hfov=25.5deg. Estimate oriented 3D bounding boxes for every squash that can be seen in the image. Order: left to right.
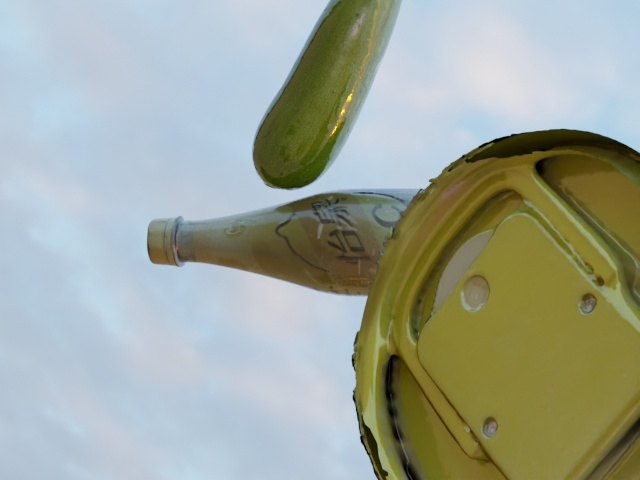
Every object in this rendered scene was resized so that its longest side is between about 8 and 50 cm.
[{"bbox_3d":[0.011,-0.127,1.072,0.066,0.201,0.066,28,4,-2],"label":"squash"}]

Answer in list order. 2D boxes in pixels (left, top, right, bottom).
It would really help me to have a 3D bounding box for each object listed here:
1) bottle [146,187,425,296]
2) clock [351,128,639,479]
[{"bbox_3d":[0.000,0.000,1.074,0.269,0.083,0.083,2,-42,10],"label":"bottle"},{"bbox_3d":[0.143,0.074,0.883,0.277,0.071,0.293,-50,-132,23],"label":"clock"}]
